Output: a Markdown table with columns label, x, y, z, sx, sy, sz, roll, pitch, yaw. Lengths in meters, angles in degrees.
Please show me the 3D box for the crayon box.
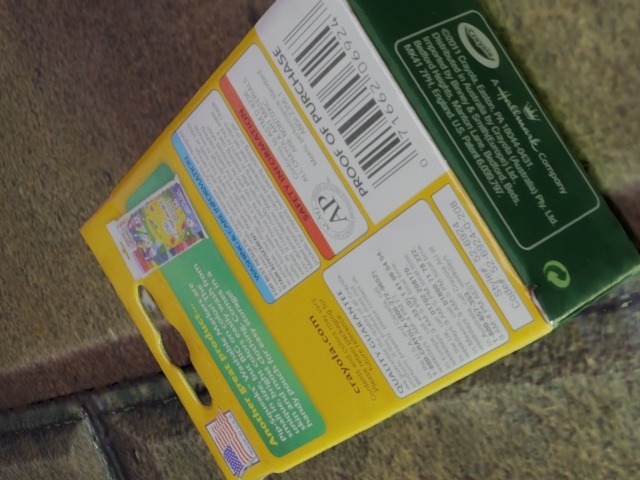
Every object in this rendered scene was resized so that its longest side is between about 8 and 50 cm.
| label | x | y | z | sx | sy | sz | roll | pitch | yaw |
| --- | --- | --- | --- | --- | --- | --- | --- | --- | --- |
| crayon box | 0.000 | 0.000 | 0.746 | 0.203 | 0.083 | 0.323 | 59 | 142 | 5 |
